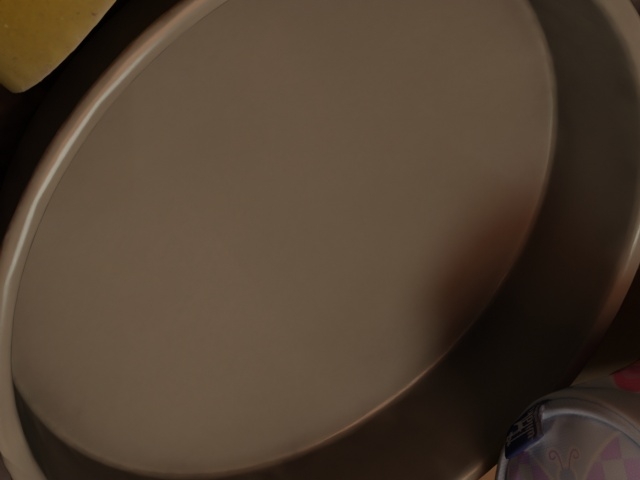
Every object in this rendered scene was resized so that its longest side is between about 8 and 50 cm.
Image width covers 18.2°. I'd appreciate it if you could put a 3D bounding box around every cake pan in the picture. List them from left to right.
[{"bbox_3d":[0.000,0.000,0.762,0.293,0.054,0.293,-18,129,-24],"label":"cake pan"}]

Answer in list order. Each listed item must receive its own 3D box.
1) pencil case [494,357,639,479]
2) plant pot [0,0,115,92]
[{"bbox_3d":[0.197,0.083,0.878,0.273,0.113,0.124,-22,163,-39],"label":"pencil case"},{"bbox_3d":[-0.092,-0.124,0.573,0.095,0.134,0.134,33,100,-19],"label":"plant pot"}]
